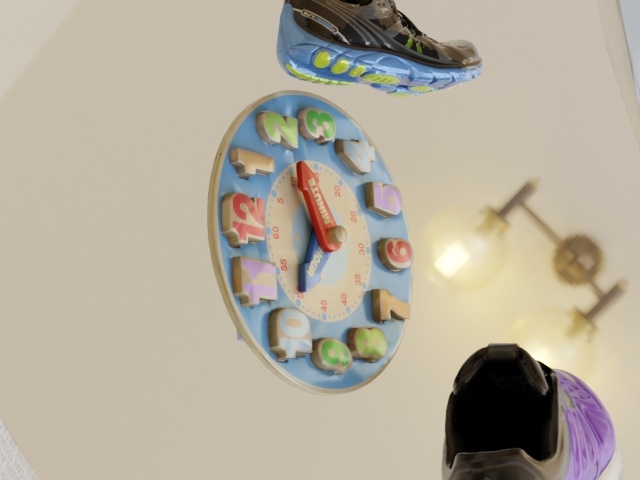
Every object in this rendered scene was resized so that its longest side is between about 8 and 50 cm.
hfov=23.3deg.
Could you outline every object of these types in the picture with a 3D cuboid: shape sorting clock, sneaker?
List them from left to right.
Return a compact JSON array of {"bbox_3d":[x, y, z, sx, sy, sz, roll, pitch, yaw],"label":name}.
[{"bbox_3d":[0.000,0.000,1.037,0.206,0.040,0.206,15,-111,-44],"label":"shape sorting clock"},{"bbox_3d":[0.046,-0.142,1.072,0.188,0.067,0.078,6,-101,-44],"label":"sneaker"},{"bbox_3d":[0.146,0.129,1.089,0.293,0.102,0.146,-58,-45,-67],"label":"sneaker"}]

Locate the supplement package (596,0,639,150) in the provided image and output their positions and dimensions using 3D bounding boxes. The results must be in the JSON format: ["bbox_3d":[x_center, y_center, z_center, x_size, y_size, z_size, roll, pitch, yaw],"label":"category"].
[{"bbox_3d":[0.307,-0.182,0.975,0.198,0.262,0.199,-93,-14,-51],"label":"supplement package"}]

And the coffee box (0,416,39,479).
[{"bbox_3d":[-0.268,0.287,0.606,0.334,0.338,0.338,-75,-33,-54],"label":"coffee box"}]
